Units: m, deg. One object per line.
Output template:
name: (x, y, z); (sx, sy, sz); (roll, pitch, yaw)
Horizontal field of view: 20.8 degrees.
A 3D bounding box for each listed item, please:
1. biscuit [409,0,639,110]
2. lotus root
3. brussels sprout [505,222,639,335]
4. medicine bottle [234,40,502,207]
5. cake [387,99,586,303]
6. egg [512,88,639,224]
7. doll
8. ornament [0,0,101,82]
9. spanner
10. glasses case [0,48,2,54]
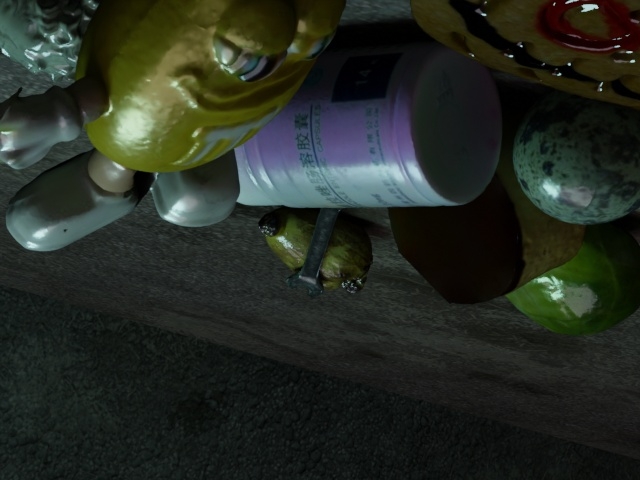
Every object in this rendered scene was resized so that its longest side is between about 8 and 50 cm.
biscuit: (0.257, -0.168, 1.386); (0.367, 0.063, 0.314); (15, 169, -16)
lotus root: (-0.013, 0.000, 2.346); (0.190, 0.094, 0.108); (31, 119, -32)
brussels sprout: (0.306, 0.041, 2.113); (0.161, 0.144, 0.180); (16, 169, -36)
medicine bottle: (0.027, -0.106, 1.646); (0.254, 0.152, 0.152); (-1, 164, 39)
cake: (0.189, -0.052, 1.757); (0.178, 0.185, 0.207); (-26, 180, -39)
egg: (0.255, -0.084, 1.603); (0.172, 0.132, 0.132); (-16, -175, -35)
doll: (-0.126, -0.121, 1.389); (0.161, 0.348, 0.423); (54, 176, 13)
ornament: (-0.174, -0.180, 1.534); (0.120, 0.130, 0.285); (0, 165, 37)
spanner: (0.000, 0.000, 2.254); (0.054, 0.015, 0.254); (12, 144, -5)
glasses case: (-0.354, -0.206, 1.824); (0.083, 0.021, 0.032); (2, 165, 36)
